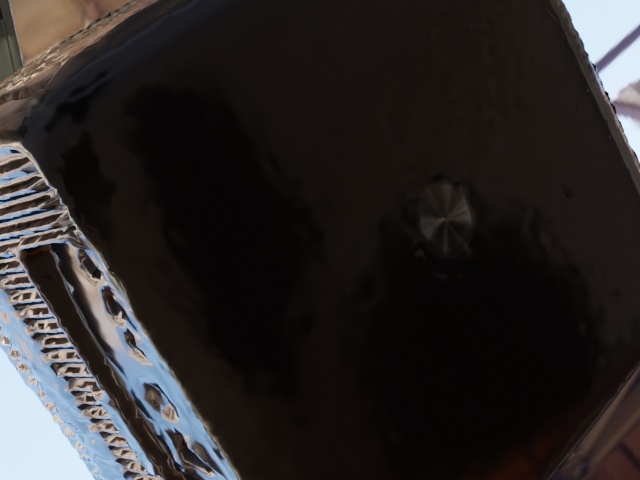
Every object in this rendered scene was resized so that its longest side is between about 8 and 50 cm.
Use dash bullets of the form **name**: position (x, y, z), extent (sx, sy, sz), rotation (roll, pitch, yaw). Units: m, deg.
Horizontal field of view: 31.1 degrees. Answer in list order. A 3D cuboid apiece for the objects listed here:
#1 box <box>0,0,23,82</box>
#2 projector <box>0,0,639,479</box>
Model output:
- **box**: position (-0.411, -0.121, 1.123), extent (0.225, 0.117, 0.225), rotation (-14, -86, -33)
- **projector**: position (0.000, 0.000, 0.770), extent (0.405, 0.242, 0.395), rotation (-42, -69, -33)
